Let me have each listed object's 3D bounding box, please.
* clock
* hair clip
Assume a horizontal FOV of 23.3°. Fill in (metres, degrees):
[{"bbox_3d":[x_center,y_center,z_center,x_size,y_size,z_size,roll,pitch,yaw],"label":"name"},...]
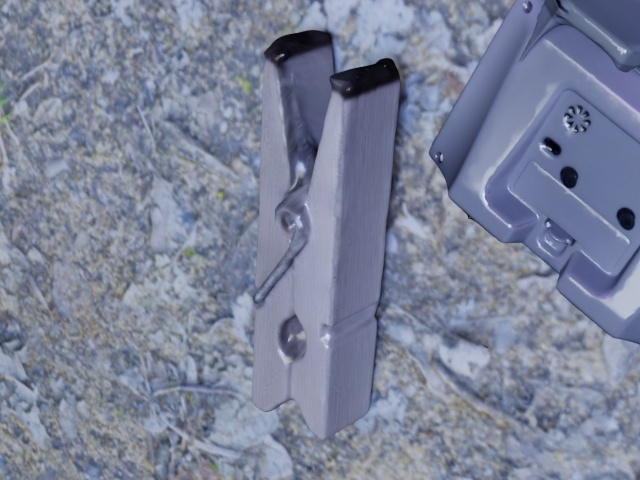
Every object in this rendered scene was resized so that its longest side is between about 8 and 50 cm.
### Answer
[{"bbox_3d":[0.204,-0.055,1.051,0.253,0.083,0.186,41,129,17],"label":"clock"},{"bbox_3d":[-0.003,0.002,1.233,0.101,0.085,0.330,24,123,31],"label":"hair clip"}]
